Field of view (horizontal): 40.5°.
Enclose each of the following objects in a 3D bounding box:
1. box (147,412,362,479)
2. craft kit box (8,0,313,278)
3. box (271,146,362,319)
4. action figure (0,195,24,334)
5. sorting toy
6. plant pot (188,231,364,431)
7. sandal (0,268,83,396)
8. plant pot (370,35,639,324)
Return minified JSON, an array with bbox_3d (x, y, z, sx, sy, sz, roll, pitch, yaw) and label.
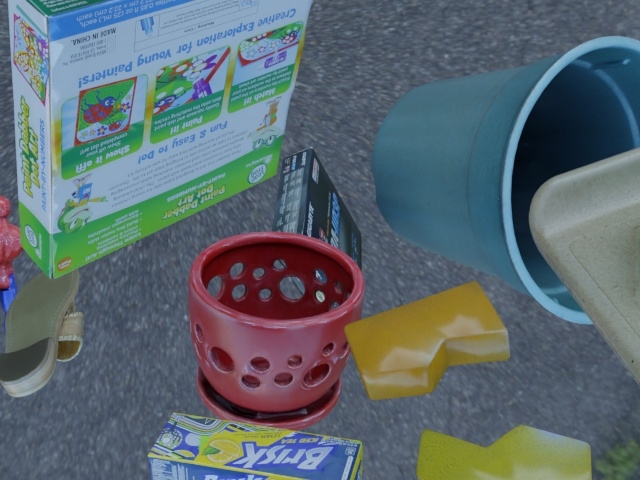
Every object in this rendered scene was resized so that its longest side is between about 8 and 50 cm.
[{"bbox_3d":[-0.052,0.192,0.720,0.169,0.059,0.054,6,119,12],"label":"box"},{"bbox_3d":[-0.120,-0.113,0.694,0.250,0.061,0.246,-29,147,-37],"label":"craft kit box"},{"bbox_3d":[0.000,0.000,1.201,0.051,0.220,0.175,-21,122,17],"label":"box"},{"bbox_3d":[-0.477,0.046,1.250,0.091,0.139,0.280,-9,127,-38],"label":"action figure"},{"bbox_3d":[0.173,0.031,0.316,0.307,0.229,0.041,-19,132,-3],"label":"sorting toy"},{"bbox_3d":[-0.053,0.108,0.970,0.191,0.191,0.174,-1,118,-12],"label":"plant pot"},{"bbox_3d":[-0.322,0.121,1.031,0.088,0.240,0.079,-18,119,3],"label":"sandal"},{"bbox_3d":[0.261,-0.091,1.164,0.341,0.334,0.341,-5,101,-29],"label":"plant pot"}]
